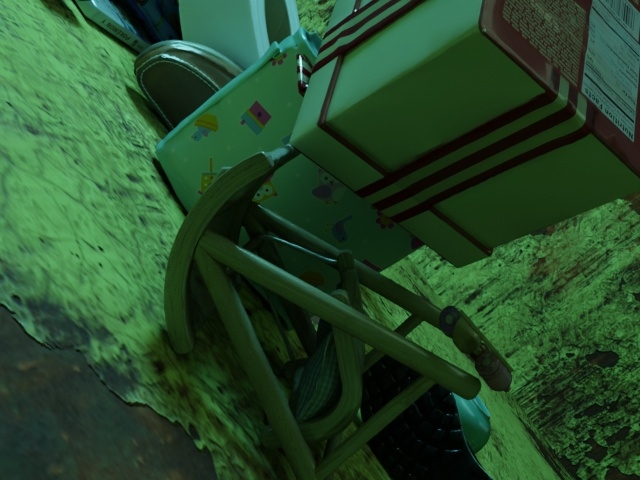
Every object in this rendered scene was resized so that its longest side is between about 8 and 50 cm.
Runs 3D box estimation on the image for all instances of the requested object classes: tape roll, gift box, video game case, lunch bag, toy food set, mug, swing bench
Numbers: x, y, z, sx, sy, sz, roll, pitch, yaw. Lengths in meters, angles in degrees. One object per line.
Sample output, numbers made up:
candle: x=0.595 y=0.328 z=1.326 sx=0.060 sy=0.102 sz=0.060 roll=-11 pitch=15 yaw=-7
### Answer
tape roll: x=-0.103 y=-0.293 z=1.345 sx=0.286 sy=0.100 sz=0.286 roll=-6 pitch=90 yaw=-77
gift box: x=0.147 y=-0.153 z=0.894 sx=0.255 sy=0.258 sz=0.276 roll=39 pitch=49 yaw=-23
video game case: x=-0.325 y=-0.358 z=1.324 sx=0.201 sy=0.023 sz=0.183 roll=54 pitch=8 yaw=14
lunch bag: x=-0.253 y=-0.381 z=1.500 sx=0.221 sy=0.138 sz=0.293 roll=58 pitch=-11 yaw=36
toy food set: x=0.116 y=0.084 z=0.725 sx=0.078 sy=0.019 sz=0.122 roll=50 pitch=0 yaw=11
lunch bag: x=-0.024 y=-0.072 z=1.057 sx=0.262 sy=0.223 sz=0.160 roll=51 pitch=18 yaw=-13
mug: x=0.164 y=0.233 z=1.278 sx=0.129 sy=0.097 sz=0.158 roll=55 pitch=8 yaw=17
swing bench: x=-0.014 y=0.055 z=0.828 sx=0.254 sy=0.165 sz=0.253 roll=47 pitch=9 yaw=-2

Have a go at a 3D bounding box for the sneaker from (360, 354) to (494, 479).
sneaker: x=0.130 y=0.255 z=1.084 sx=0.283 sy=0.107 sz=0.124 roll=58 pitch=-6 yaw=13

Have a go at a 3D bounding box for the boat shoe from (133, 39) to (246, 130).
boat shoe: x=-0.106 y=-0.123 z=1.223 sx=0.324 sy=0.123 sz=0.116 roll=40 pitch=30 yaw=-30
